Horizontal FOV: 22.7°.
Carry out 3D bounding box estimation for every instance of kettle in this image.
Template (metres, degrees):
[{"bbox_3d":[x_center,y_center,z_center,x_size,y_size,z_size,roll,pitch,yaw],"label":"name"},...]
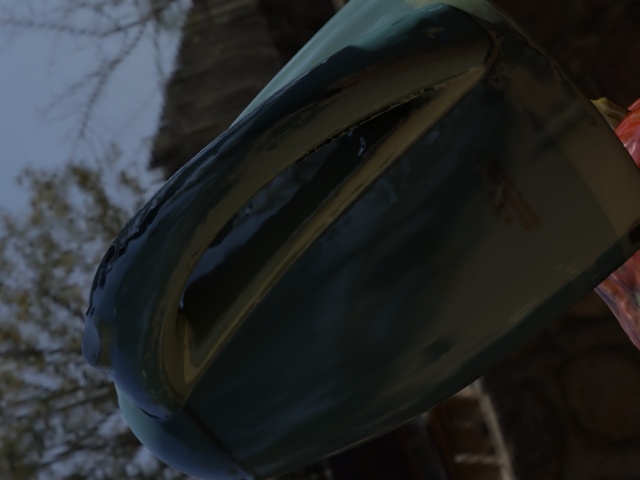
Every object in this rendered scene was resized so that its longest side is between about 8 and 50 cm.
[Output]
[{"bbox_3d":[0.000,0.000,1.005,0.247,0.342,0.319,47,177,30],"label":"kettle"}]

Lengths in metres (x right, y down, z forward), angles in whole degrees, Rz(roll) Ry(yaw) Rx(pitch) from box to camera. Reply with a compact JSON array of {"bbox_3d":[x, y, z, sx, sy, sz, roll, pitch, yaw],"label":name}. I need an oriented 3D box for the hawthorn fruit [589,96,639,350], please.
[{"bbox_3d":[0.332,-0.014,1.328,0.258,0.258,0.262,-38,-61,-82],"label":"hawthorn fruit"}]
